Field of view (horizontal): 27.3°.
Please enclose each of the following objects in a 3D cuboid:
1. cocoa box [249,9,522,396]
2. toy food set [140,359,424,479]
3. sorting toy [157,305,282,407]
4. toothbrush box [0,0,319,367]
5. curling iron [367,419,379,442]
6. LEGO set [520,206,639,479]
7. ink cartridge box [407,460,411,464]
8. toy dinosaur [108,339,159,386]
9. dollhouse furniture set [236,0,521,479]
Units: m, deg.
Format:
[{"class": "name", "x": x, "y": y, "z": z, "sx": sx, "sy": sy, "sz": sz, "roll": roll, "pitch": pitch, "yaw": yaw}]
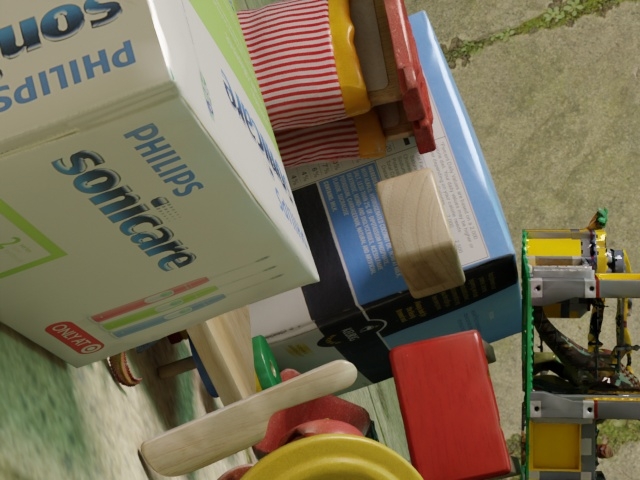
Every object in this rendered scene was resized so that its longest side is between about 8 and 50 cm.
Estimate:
[{"class": "cocoa box", "x": 0.043, "y": -0.013, "z": 1.196, "sx": 0.347, "sy": 0.228, "sz": 0.231, "roll": 54, "pitch": 17, "yaw": -73}, {"class": "toy food set", "x": -0.002, "y": 0.164, "z": 0.701, "sx": 0.218, "sy": 0.128, "sz": 0.071, "roll": 64, "pitch": -15, "yaw": -13}, {"class": "sorting toy", "x": -0.084, "y": 0.017, "z": 0.729, "sx": 0.132, "sy": 0.046, "sz": 0.274, "roll": -101, "pitch": 171, "yaw": -60}, {"class": "toothbrush box", "x": -0.112, "y": -0.118, "z": 0.523, "sx": 0.206, "sy": 0.122, "sz": 0.283, "roll": 57, "pitch": 13, "yaw": -69}, {"class": "curling iron", "x": 0.083, "y": 0.321, "z": 1.453, "sx": 0.068, "sy": 0.035, "sz": 0.274, "roll": 20, "pitch": 50, "yaw": -78}, {"class": "LEGO set", "x": 0.247, "y": 0.136, "z": 0.975, "sx": 0.255, "sy": 0.192, "sz": 0.331, "roll": 25, "pitch": 66, "yaw": -82}, {"class": "ink cartridge box", "x": 0.072, "y": 0.279, "z": 1.162, "sx": 0.090, "sy": 0.092, "sz": 0.143, "roll": 59, "pitch": 13, "yaw": -70}, {"class": "toy dinosaur", "x": -0.110, "y": 0.017, "z": 0.624, "sx": 0.082, "sy": 0.047, "sz": 0.090, "roll": 63, "pitch": -32, "yaw": 28}, {"class": "dollhouse furniture set", "x": 0.000, "y": 0.000, "z": 0.934, "sx": 0.152, "sy": 0.201, "sz": 0.374, "roll": 57, "pitch": 20, "yaw": -71}]
